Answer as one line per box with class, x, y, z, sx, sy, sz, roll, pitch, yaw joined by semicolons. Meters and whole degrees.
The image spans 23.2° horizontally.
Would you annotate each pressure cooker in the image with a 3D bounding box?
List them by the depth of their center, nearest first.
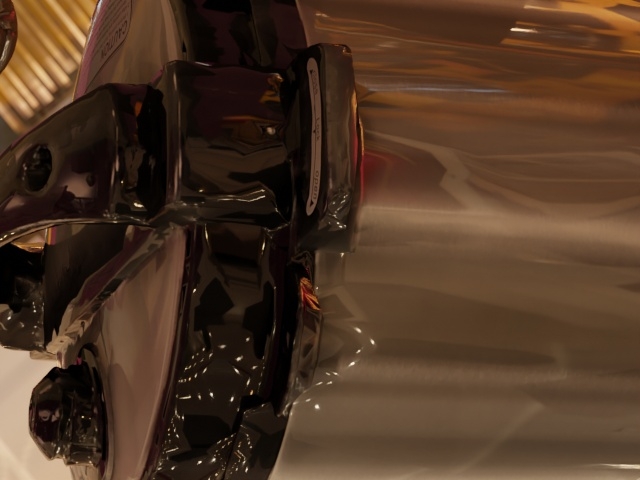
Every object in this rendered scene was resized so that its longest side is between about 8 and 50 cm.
pressure cooker;0.001;0.005;0.920;0.375;0.420;0.370;-116;-145;-54

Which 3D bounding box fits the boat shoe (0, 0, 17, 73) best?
boat shoe;-0.136;-0.099;0.404;0.068;0.072;0.190;-43;161;-21
